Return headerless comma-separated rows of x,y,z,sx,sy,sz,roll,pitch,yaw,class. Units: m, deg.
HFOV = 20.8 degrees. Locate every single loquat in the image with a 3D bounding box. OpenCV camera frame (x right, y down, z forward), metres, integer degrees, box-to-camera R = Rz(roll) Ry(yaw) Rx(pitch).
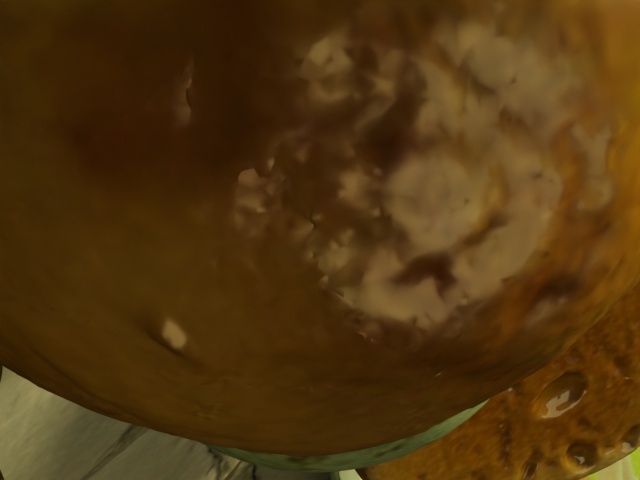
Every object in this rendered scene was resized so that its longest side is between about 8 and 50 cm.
-0.005,-0.058,0.419,0.238,0.193,0.238,-7,99,-47,loquat

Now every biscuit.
0.101,0.003,0.887,0.287,0.057,0.343,-4,129,-27,biscuit

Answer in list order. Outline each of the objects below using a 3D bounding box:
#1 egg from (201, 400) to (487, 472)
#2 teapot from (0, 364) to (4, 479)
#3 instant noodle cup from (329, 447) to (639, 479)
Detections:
0.000,0.000,0.636,0.169,0.169,0.231,-44,171,-1,egg
-0.152,0.045,0.453,0.269,0.173,0.182,91,18,-65,teapot
0.142,0.185,1.238,0.294,0.294,0.308,-39,169,-15,instant noodle cup
